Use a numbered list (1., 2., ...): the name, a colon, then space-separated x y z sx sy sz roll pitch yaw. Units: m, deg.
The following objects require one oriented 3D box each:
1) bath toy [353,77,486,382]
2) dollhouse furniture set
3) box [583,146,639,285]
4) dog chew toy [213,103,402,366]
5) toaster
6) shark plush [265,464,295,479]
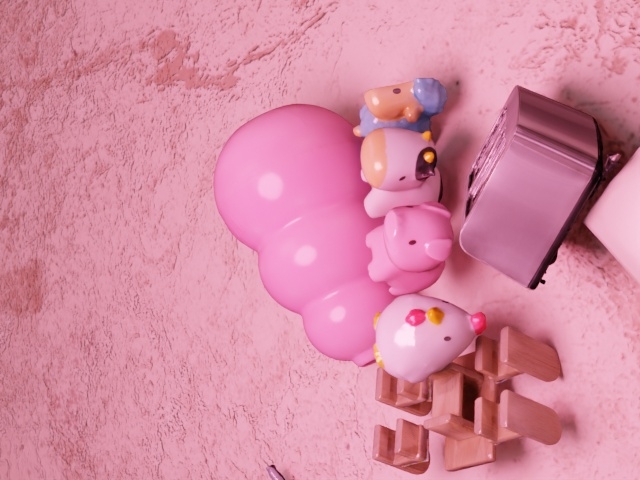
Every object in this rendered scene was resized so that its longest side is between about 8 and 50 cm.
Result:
1. bath toy: 0.112 -0.012 1.557 0.129 0.151 0.348 -19 61 27
2. dollhouse furniture set: 0.189 0.249 1.563 0.212 0.161 0.242 -24 51 44
3. box: 0.394 0.035 1.341 0.275 0.094 0.113 56 128 30
4. dog chew toy: 0.000 0.000 1.690 0.206 0.206 0.332 -34 74 41
5. toaster: 0.227 -0.065 1.453 0.110 0.168 0.185 24 116 -4
6. shark plush: -0.032 0.374 1.815 0.073 0.067 0.161 -27 71 44
